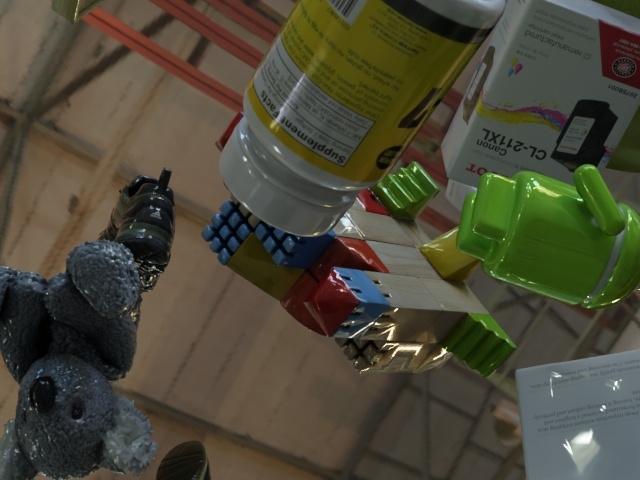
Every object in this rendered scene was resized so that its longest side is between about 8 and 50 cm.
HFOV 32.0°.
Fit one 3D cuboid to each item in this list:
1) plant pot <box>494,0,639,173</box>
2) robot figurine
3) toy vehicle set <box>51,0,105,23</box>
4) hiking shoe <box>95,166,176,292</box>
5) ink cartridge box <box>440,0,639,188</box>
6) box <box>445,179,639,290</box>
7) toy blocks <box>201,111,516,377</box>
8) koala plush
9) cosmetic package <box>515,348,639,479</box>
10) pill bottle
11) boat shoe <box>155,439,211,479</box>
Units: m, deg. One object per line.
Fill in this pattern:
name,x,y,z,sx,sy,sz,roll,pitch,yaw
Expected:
plant pot,0.446,-0.234,1.448,0.366,0.353,0.366,-48,-27,-36
robot figurine,0.139,0.000,0.653,0.115,0.101,0.067,18,-121,-5
toy vehicle set,-0.225,-0.386,1.283,0.166,0.035,0.267,-49,-6,-38
hiking shoe,-0.203,-0.011,1.269,0.086,0.227,0.114,24,-108,-19
ink cartridge box,0.196,-0.119,0.959,0.127,0.072,0.175,18,-63,-9
box,0.362,-0.021,1.708,0.232,0.322,0.058,1,-62,-22
toy blocks,0.000,0.000,1.175,0.261,0.381,0.190,9,-53,-51
koala plush,-0.256,0.141,1.136,0.196,0.221,0.203,-11,-20,3
cosmetic package,0.346,0.322,1.212,0.217,0.385,0.156,-11,-31,20
pill bottle,0.021,-0.109,0.757,0.119,0.119,0.208,14,-52,-32
boat shoe,-0.134,0.261,1.127,0.056,0.152,0.049,-17,-64,6
